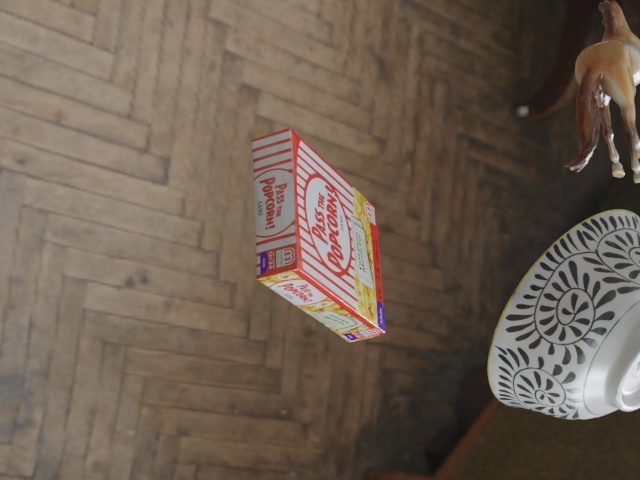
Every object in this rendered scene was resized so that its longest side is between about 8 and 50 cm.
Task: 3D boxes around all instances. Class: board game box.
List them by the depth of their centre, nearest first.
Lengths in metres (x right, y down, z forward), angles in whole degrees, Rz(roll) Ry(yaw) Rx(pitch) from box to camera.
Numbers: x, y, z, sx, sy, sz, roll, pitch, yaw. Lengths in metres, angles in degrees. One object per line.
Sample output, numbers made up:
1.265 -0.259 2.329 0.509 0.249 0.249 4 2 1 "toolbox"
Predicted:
0.000 0.000 1.134 0.193 0.045 0.146 38 43 -55 "board game box"

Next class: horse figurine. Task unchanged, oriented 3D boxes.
0.320 -0.161 1.253 0.263 0.066 0.174 -36 110 -54 "horse figurine"

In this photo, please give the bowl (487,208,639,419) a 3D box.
0.207 0.071 0.836 0.170 0.080 0.170 -25 135 -28 "bowl"
